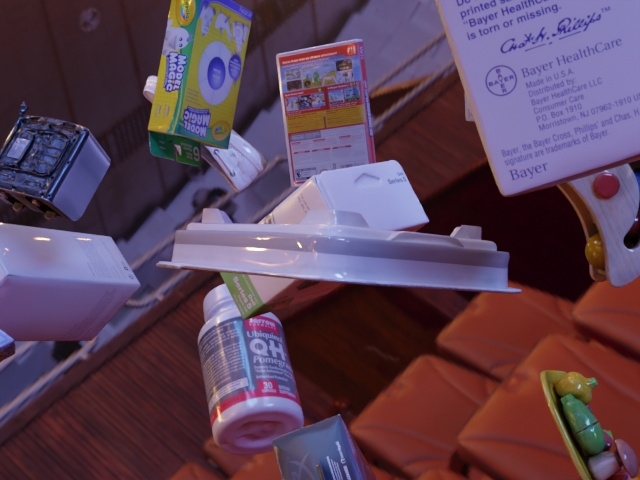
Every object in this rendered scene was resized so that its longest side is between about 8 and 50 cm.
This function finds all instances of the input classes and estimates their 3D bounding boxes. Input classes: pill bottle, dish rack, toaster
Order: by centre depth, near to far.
[{"bbox_3d":[0.015,0.010,1.000,0.285,0.332,0.072,6,-92,-37],"label":"dish rack"},{"bbox_3d":[-0.494,-0.136,1.716,0.186,0.168,0.110,-67,-25,-22],"label":"toaster"},{"bbox_3d":[-0.147,0.243,1.865,0.176,0.319,0.176,-10,-39,-8],"label":"pill bottle"}]

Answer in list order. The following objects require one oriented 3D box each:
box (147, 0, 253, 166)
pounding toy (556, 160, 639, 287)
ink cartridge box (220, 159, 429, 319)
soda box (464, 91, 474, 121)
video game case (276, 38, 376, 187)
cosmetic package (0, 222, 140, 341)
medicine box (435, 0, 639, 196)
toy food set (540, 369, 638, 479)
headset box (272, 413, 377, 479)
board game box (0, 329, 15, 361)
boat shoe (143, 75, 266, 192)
[{"bbox_3d":[-0.128,-0.170,1.002,0.105,0.043,0.179,7,-85,-64],"label":"box"},{"bbox_3d":[0.310,-0.081,1.039,0.154,0.270,0.155,-14,4,1],"label":"pounding toy"},{"bbox_3d":[0.000,0.000,1.464,0.198,0.115,0.273,-14,-17,-46],"label":"ink cartridge box"},{"bbox_3d":[0.211,-0.250,1.110,0.074,0.069,0.216,-36,-53,-50],"label":"soda box"},{"bbox_3d":[0.012,-0.259,1.969,0.025,0.204,0.285,-15,-80,-57],"label":"video game case"},{"bbox_3d":[-0.570,0.091,1.914,0.197,0.155,0.365,-45,-26,18],"label":"cosmetic package"},{"bbox_3d":[0.168,-0.219,0.768,0.149,0.289,0.263,-17,17,13],"label":"medicine box"},{"bbox_3d":[0.359,0.257,1.216,0.071,0.218,0.128,-27,-15,18],"label":"toy food set"},{"bbox_3d":[0.035,0.401,1.351,0.110,0.218,0.293,-22,-36,2],"label":"headset box"},{"bbox_3d":[-0.510,0.142,1.229,0.060,0.194,0.194,120,173,-62],"label":"board game box"},{"bbox_3d":[-0.233,-0.196,1.766,0.096,0.277,0.098,-51,-2,-12],"label":"boat shoe"}]
